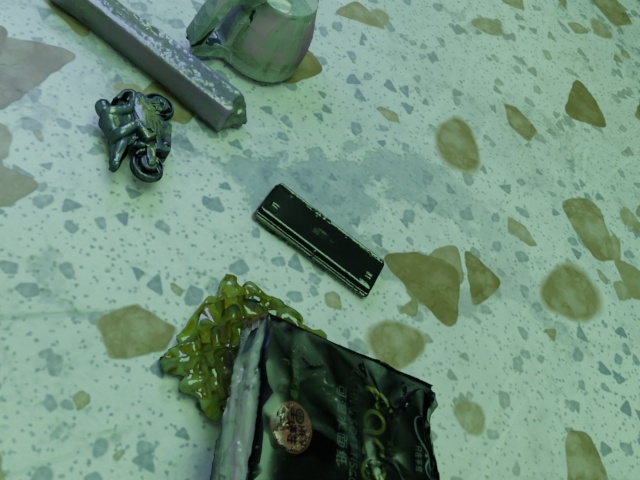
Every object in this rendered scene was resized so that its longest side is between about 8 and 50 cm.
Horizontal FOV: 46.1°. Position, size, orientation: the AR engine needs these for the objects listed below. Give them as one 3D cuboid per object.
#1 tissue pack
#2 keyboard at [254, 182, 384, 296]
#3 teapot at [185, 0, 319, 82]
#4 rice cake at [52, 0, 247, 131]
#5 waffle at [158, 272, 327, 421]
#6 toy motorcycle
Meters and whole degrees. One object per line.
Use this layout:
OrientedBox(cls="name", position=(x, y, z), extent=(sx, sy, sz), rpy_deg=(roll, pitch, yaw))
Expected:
OrientedBox(cls="tissue pack", position=(0.027, 0.255, 0.984), extent=(0.332, 0.123, 0.245), rpy_deg=(29, 51, -31))
OrientedBox(cls="keyboard", position=(0.000, 0.000, 1.237), extent=(0.230, 0.025, 0.093), rpy_deg=(37, 48, -4))
OrientedBox(cls="teapot", position=(-0.111, -0.400, 1.330), extent=(0.221, 0.178, 0.163), rpy_deg=(15, 54, -20))
OrientedBox(cls="rice cake", position=(-0.287, -0.318, 1.247), extent=(0.399, 0.070, 0.064), rpy_deg=(37, 53, -3))
OrientedBox(cls="waffle", position=(-0.096, 0.163, 1.057), extent=(0.204, 0.054, 0.223), rpy_deg=(38, 49, -4))
OrientedBox(cls="toy motorcycle", position=(-0.289, -0.173, 1.156), extent=(0.124, 0.061, 0.193), rpy_deg=(21, 46, -25))
